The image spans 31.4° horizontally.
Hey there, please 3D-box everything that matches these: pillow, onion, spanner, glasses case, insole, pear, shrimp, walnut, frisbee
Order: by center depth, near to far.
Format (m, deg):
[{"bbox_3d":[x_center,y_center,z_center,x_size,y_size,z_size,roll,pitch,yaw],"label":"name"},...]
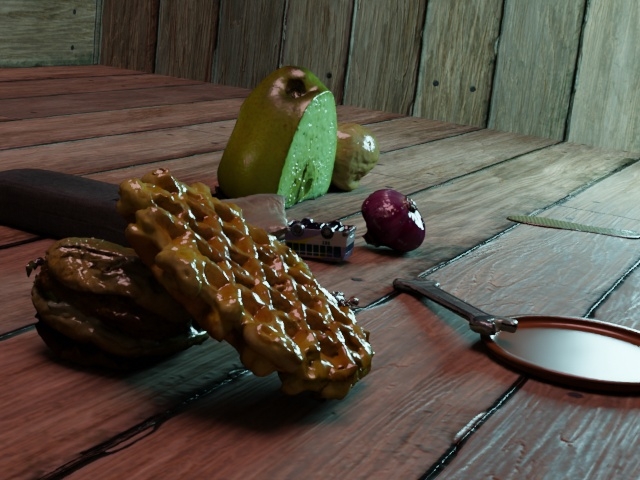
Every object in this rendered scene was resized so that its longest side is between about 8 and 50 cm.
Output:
[{"bbox_3d":[0.317,0.134,1.377,0.250,0.021,0.251,7,14,-2],"label":"frisbee"},{"bbox_3d":[0.026,0.079,1.447,0.038,0.029,0.092,10,10,17],"label":"shrimp"},{"bbox_3d":[0.172,0.082,1.489,0.071,0.017,0.302,2,9,-19],"label":"spanner"},{"bbox_3d":[-0.357,-0.047,1.697,0.323,0.074,0.131,13,16,25],"label":"glasses case"},{"bbox_3d":[-0.119,-0.024,1.722,0.148,0.050,0.230,-19,17,2],"label":"pillow"},{"bbox_3d":[0.112,-0.026,1.816,0.115,0.104,0.115,46,17,-18],"label":"onion"},{"bbox_3d":[-0.079,-0.190,2.082,0.159,0.292,0.292,21,17,18],"label":"pear"},{"bbox_3d":[0.483,-0.028,2.172,0.253,0.005,0.086,9,14,9],"label":"insole"},{"bbox_3d":[0.039,-0.170,2.278,0.166,0.149,0.166,-15,-14,-4],"label":"walnut"}]

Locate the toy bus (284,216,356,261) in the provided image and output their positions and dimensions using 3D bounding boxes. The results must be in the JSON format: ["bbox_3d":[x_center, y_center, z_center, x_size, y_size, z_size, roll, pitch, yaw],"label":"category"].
[{"bbox_3d":[0.000,0.000,1.705,0.102,0.058,0.052,6,17,19],"label":"toy bus"}]

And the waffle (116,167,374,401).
[{"bbox_3d":[-0.069,0.047,1.160,0.302,0.068,0.325,47,15,15],"label":"waffle"}]

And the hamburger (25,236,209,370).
[{"bbox_3d":[-0.212,0.069,1.218,0.183,0.130,0.206,19,2,16],"label":"hamburger"}]
